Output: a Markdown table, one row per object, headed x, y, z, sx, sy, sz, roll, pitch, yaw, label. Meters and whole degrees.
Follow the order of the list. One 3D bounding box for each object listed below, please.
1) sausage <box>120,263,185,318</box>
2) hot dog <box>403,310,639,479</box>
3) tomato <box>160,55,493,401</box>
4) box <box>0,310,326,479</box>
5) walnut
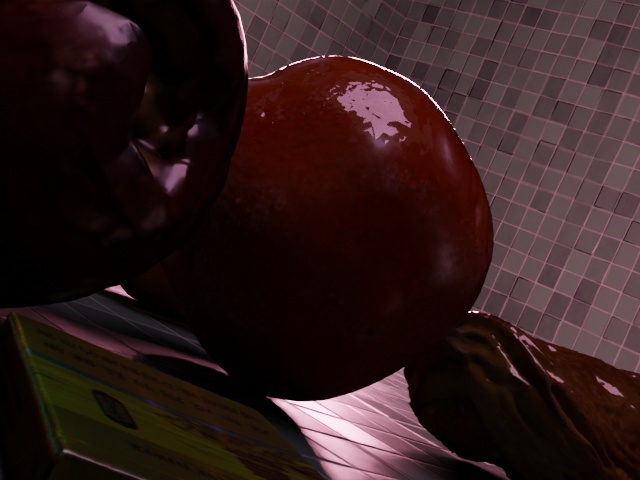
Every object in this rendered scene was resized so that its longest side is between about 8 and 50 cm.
| x | y | z | sx | sy | sz | roll | pitch | yaw | label |
| --- | --- | --- | --- | --- | --- | --- | --- | --- | --- |
| -0.096 | 0.009 | 1.018 | 0.136 | 0.120 | 0.241 | 9 | -10 | 42 | sausage |
| 0.179 | 0.138 | 0.877 | 0.272 | 0.122 | 0.196 | 20 | 1 | -38 | hot dog |
| 0.004 | -0.001 | 0.778 | 0.232 | 0.232 | 0.188 | 25 | 35 | -33 | tomato |
| -0.053 | 0.077 | 0.427 | 0.121 | 0.030 | 0.193 | 25 | 0 | -20 | box |
| -0.156 | -0.092 | 0.624 | 0.269 | 0.244 | 0.222 | -5 | 22 | 47 | walnut |
